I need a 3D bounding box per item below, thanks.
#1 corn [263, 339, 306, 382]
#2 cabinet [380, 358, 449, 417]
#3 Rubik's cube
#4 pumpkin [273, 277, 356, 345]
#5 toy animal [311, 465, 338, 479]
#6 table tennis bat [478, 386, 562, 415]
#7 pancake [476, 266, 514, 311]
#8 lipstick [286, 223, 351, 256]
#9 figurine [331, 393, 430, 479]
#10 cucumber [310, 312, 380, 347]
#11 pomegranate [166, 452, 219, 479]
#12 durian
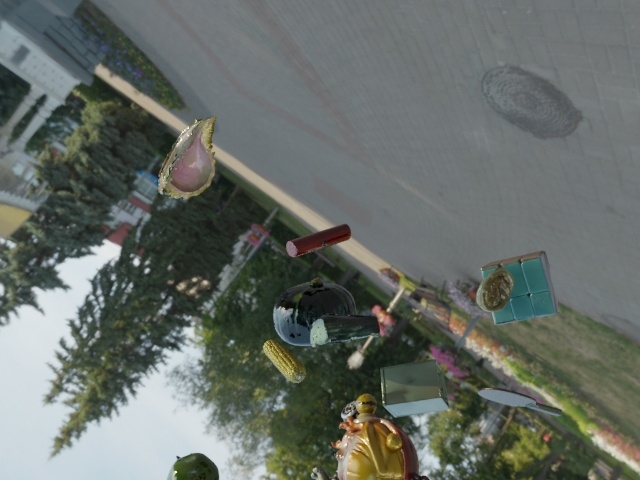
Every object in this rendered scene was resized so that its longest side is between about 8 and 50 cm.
[{"bbox_3d":[-0.114,0.379,1.566,0.067,0.067,0.206,38,174,-41],"label":"corn"},{"bbox_3d":[0.344,0.539,1.803,0.150,0.206,0.145,54,-152,-47],"label":"cabinet"},{"bbox_3d":[0.769,0.177,1.901,0.221,0.224,0.231,-7,-98,-63],"label":"Rubik's cube"},{"bbox_3d":[-0.019,0.261,1.874,0.315,0.238,0.315,-5,-175,1],"label":"pumpkin"},{"bbox_3d":[0.035,0.907,1.798,0.233,0.121,0.169,-11,-127,-32],"label":"toy animal"},{"bbox_3d":[0.649,0.522,1.608,0.274,0.021,0.154,17,153,-2],"label":"table tennis bat"},{"bbox_3d":[0.548,0.154,1.546,0.151,0.152,0.025,37,175,-28],"label":"pancake"},{"bbox_3d":[0.000,-0.001,1.891,0.279,0.073,0.073,-18,-144,-36],"label":"lipstick"},{"bbox_3d":[0.136,0.567,1.276,0.196,0.320,0.323,10,171,-12],"label":"figurine"},{"bbox_3d":[0.062,0.236,1.319,0.193,0.086,0.115,-3,163,6],"label":"cucumber"},{"bbox_3d":[-0.445,0.816,1.707,0.181,0.181,0.224,36,166,-18],"label":"pomegranate"},{"bbox_3d":[-0.454,-0.286,1.665,0.195,0.305,0.185,22,178,41],"label":"durian"}]
